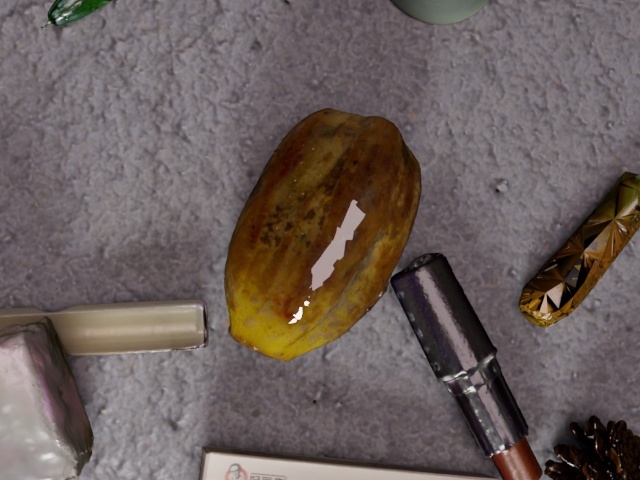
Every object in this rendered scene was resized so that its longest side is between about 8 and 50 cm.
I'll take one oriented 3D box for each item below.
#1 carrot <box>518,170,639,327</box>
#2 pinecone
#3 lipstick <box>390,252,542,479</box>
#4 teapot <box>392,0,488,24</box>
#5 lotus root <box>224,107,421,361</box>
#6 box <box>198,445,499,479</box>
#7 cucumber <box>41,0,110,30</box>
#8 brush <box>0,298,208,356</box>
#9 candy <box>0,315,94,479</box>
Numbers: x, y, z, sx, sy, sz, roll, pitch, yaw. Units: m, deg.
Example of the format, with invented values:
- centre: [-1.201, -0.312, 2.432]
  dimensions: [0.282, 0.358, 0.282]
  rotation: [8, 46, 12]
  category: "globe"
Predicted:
- centre: [0.330, 0.010, 1.266]
  dimensions: [0.069, 0.069, 0.229]
  rotation: [42, 82, -3]
  category: "carrot"
- centre: [0.328, 0.277, 1.224]
  dimensions: [0.120, 0.140, 0.140]
  rotation: [-31, 92, 25]
  category: "pinecone"
- centre: [0.179, 0.157, 1.231]
  dimensions: [0.081, 0.081, 0.300]
  rotation: [-28, 90, -7]
  category: "lipstick"
- centre: [0.165, -0.356, 1.219]
  dimensions: [0.239, 0.149, 0.163]
  rotation: [-10, 87, -7]
  category: "teapot"
- centre: [0.001, 0.002, 1.180]
  dimensions: [0.193, 0.193, 0.291]
  rotation: [28, 82, -5]
  category: "lotus root"
- centre: [0.025, 0.364, 1.198]
  dimensions: [0.353, 0.069, 0.214]
  rotation: [8, 86, -13]
  category: "box"
- centre: [-0.260, -0.296, 1.220]
  dimensions: [0.168, 0.039, 0.039]
  rotation: [-29, 91, -10]
  category: "cucumber"
- centre: [-0.288, 0.103, 1.197]
  dimensions: [0.320, 0.050, 0.060]
  rotation: [-3, 90, 0]
  category: "brush"
- centre: [-0.356, 0.192, 1.117]
  dimensions: [0.184, 0.137, 0.195]
  rotation: [-16, 99, 3]
  category: "candy"
